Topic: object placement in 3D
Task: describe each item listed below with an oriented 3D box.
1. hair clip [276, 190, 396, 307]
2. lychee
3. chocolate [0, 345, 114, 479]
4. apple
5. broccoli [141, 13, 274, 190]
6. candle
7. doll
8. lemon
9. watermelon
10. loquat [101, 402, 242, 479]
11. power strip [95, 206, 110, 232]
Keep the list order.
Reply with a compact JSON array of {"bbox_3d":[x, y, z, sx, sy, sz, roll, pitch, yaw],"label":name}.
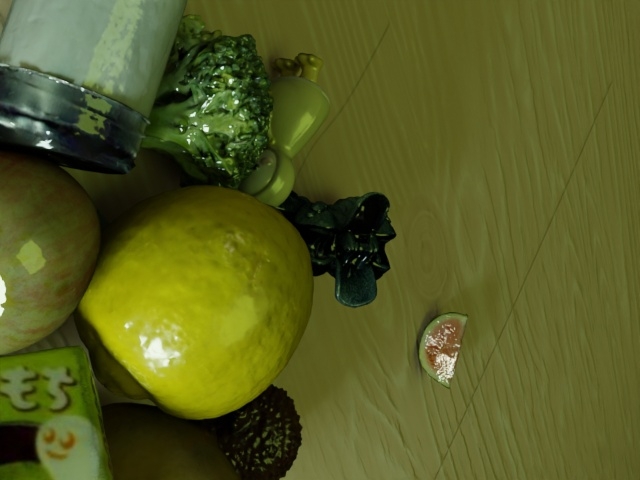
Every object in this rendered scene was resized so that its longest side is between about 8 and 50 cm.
[{"bbox_3d":[0.006,0.001,1.863,0.310,0.206,0.194,3,97,-48],"label":"hair clip"},{"bbox_3d":[-0.126,0.328,1.849,0.200,0.200,0.238,-51,154,-24],"label":"lychee"},{"bbox_3d":[-0.404,0.283,1.364,0.301,0.288,0.137,-8,155,-23],"label":"chocolate"},{"bbox_3d":[-0.405,0.007,1.374,0.234,0.257,0.256,-66,153,-61],"label":"apple"},{"bbox_3d":[-0.196,-0.187,1.610,0.246,0.248,0.288,10,109,-14],"label":"broccoli"},{"bbox_3d":[-0.299,-0.262,1.414,0.221,0.221,0.342,20,85,-50],"label":"candle"},{"bbox_3d":[-0.071,-0.164,1.744,0.117,0.141,0.296,50,50,-41],"label":"doll"},{"bbox_3d":[-0.175,0.083,1.551,0.348,0.348,0.348,-21,119,-44],"label":"lemon"},{"bbox_3d":[0.257,0.222,2.348,0.069,0.087,0.163,-19,124,-79],"label":"watermelon"},{"bbox_3d":[-0.278,0.405,1.599,0.359,0.328,0.328,-52,137,-13],"label":"loquat"},{"bbox_3d":[-0.331,-0.005,1.614,0.060,0.027,0.252,-53,137,-21],"label":"power strip"}]
